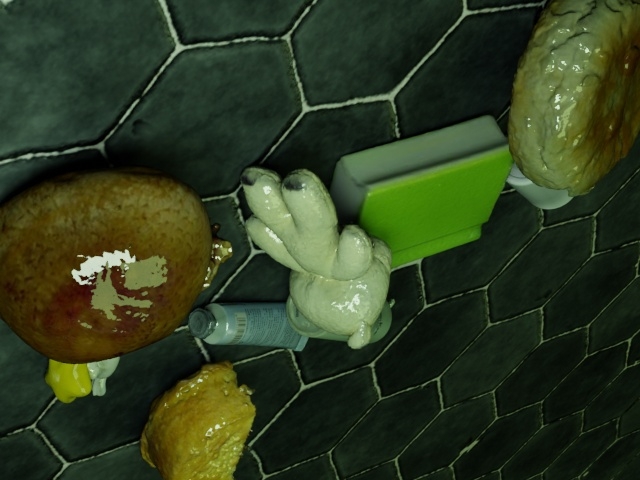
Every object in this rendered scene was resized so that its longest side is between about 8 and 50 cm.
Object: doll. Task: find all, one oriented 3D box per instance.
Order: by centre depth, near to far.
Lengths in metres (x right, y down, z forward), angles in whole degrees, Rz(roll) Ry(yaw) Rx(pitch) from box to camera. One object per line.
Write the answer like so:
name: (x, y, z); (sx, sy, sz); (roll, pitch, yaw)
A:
doll: (0.004, 0.000, 1.658); (0.149, 0.175, 0.278); (-34, 130, -7)
doll: (-0.300, 0.159, 1.660); (0.113, 0.071, 0.135); (-1, 128, -57)

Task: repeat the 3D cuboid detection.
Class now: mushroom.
mushroom: (-0.235, 0.029, 1.434); (0.283, 0.195, 0.263); (-17, 137, -33)

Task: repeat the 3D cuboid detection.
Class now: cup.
cup: (0.338, -0.130, 1.961); (0.099, 0.136, 0.133); (-15, 158, 26)

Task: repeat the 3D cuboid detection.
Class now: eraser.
eraser: (0.137, -0.057, 1.824); (0.274, 0.092, 0.210); (-18, 143, -30)

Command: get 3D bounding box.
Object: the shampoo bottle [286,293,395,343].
shampoo bottle: (0.043, 0.113, 1.926); (0.085, 0.085, 0.262); (-48, 156, 13)

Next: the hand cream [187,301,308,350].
hand cream: (-0.091, 0.125, 1.849); (0.271, 0.058, 0.091); (6, 111, -54)

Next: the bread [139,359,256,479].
bread: (-0.187, 0.289, 1.866); (0.140, 0.143, 0.229); (-15, 139, -36)

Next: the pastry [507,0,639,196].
pastry: (0.368, -0.226, 1.752); (0.330, 0.136, 0.329); (-35, 137, -41)
